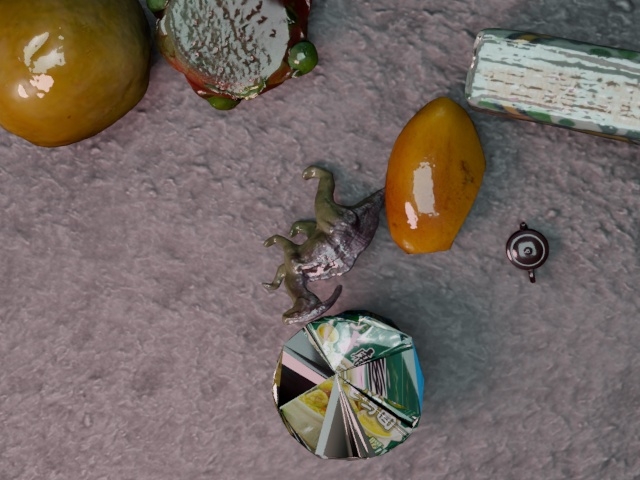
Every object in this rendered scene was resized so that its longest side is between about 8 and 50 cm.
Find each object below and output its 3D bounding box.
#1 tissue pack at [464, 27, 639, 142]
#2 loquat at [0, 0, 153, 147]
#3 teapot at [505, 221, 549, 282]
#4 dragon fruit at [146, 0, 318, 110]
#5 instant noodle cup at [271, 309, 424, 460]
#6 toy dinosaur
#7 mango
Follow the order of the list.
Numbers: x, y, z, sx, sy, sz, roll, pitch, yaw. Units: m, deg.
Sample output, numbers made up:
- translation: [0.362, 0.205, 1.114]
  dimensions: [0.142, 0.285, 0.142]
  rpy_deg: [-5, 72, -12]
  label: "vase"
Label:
- translation: [0.371, -0.220, 1.335]
  dimensions: [0.310, 0.228, 0.128]
  rpy_deg: [12, 98, 9]
  label: "tissue pack"
- translation: [-0.400, -0.280, 1.445]
  dimensions: [0.283, 0.276, 0.276]
  rpy_deg: [-13, 93, -3]
  label: "loquat"
- translation: [0.328, 0.019, 1.457]
  dimensions: [0.067, 0.045, 0.100]
  rpy_deg: [-10, 93, 12]
  label: "teapot"
- translation: [-0.131, -0.341, 1.455]
  dimensions: [0.295, 0.130, 0.268]
  rpy_deg: [34, 100, 5]
  label: "dragon fruit"
- translation: [0.053, 0.212, 1.455]
  dimensions: [0.240, 0.178, 0.240]
  rpy_deg: [1, 96, 9]
  label: "instant noodle cup"
- translation: [0.002, 0.005, 1.462]
  dimensions: [0.162, 0.077, 0.294]
  rpy_deg: [19, 74, 29]
  label: "toy dinosaur"
- translation: [0.178, -0.097, 1.432]
  dimensions: [0.153, 0.126, 0.252]
  rpy_deg: [8, 96, -3]
  label: "mango"
